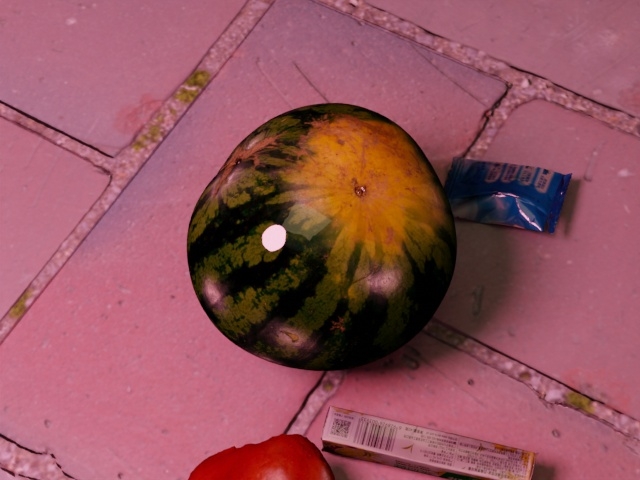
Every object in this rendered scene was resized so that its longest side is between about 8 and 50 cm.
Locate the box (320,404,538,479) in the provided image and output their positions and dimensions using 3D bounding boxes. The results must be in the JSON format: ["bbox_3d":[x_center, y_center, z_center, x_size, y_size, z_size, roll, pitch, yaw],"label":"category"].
[{"bbox_3d":[0.103,0.204,1.148,0.207,0.050,0.041,11,64,10],"label":"box"}]

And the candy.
[{"bbox_3d":[0.199,-0.052,1.301,0.136,0.038,0.088,10,57,20],"label":"candy"}]

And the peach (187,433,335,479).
[{"bbox_3d":[-0.046,0.254,1.101,0.118,0.151,0.151,-30,49,39],"label":"peach"}]

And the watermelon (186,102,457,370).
[{"bbox_3d":[0.004,-0.002,1.161,0.269,0.269,0.269,-2,59,3],"label":"watermelon"}]
